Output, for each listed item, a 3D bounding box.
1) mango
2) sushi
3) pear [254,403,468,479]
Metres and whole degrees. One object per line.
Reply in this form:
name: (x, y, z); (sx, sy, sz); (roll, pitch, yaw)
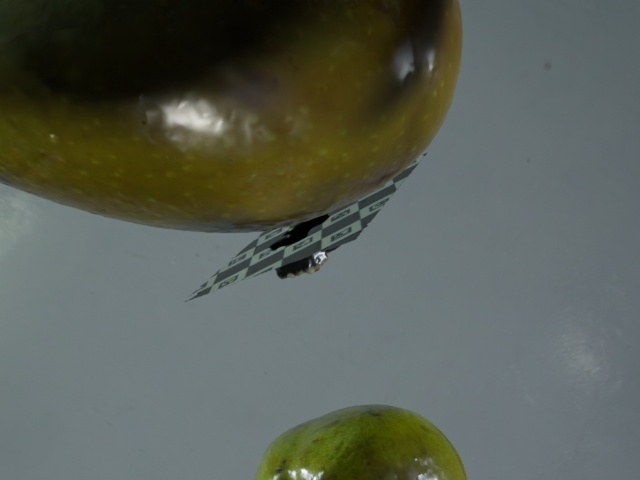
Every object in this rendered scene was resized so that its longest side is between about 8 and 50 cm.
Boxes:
mango: (-0.100, -0.090, 0.376); (0.329, 0.176, 0.176); (0, 85, -2)
sushi: (0.000, 0.000, 1.076); (0.264, 0.290, 0.050); (-21, 104, 32)
pear: (0.049, 0.319, 1.014); (0.269, 0.321, 0.269); (-10, 68, 25)
